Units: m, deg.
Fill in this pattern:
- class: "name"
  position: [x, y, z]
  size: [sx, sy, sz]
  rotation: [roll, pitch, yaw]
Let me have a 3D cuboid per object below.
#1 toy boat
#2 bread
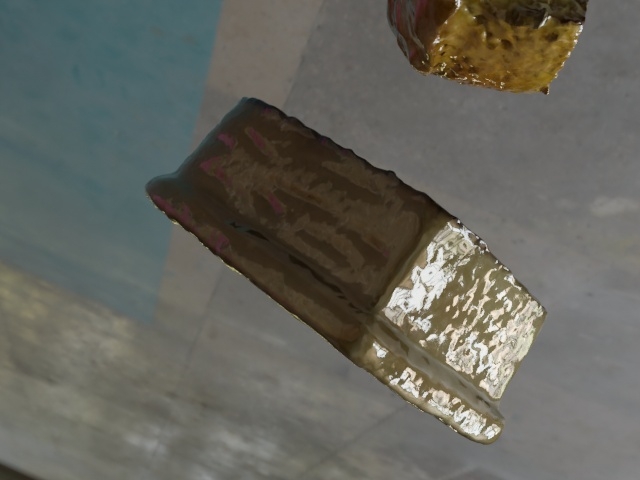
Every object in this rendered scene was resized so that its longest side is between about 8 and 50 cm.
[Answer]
- class: "toy boat"
  position: [0.000, 0.000, 0.438]
  size: [0.188, 0.061, 0.116]
  rotation: [33, 177, 44]
- class: "bread"
  position: [0.124, -0.184, 0.777]
  size: [0.143, 0.229, 0.140]
  rotation: [17, 136, 4]
